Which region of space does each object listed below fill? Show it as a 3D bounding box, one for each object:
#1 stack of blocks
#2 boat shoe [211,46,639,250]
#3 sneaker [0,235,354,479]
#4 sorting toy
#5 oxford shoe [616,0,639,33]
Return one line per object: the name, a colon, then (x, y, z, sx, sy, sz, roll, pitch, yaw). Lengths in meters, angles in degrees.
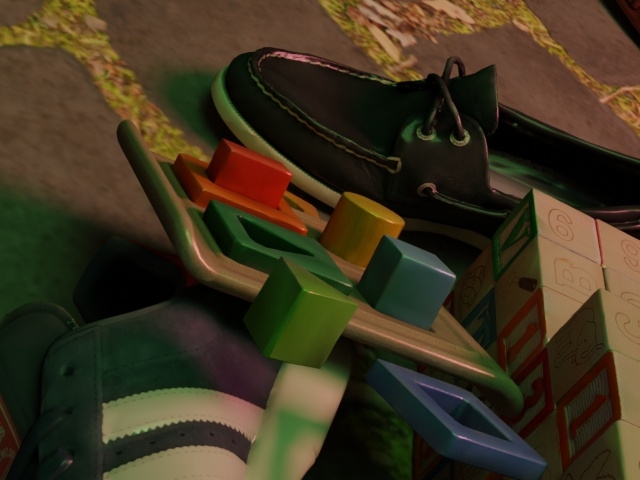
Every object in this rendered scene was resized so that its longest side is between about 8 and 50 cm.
stack of blocks: (0.124, 0.107, 0.680, 0.087, 0.171, 0.297, 25, 36, -15)
boat shoe: (0.100, -0.061, 0.900, 0.340, 0.113, 0.127, 27, 37, -12)
sneaker: (-0.092, 0.113, 0.539, 0.148, 0.131, 0.350, 32, 26, -8)
sorting toy: (0.000, 0.000, 0.681, 0.196, 0.047, 0.347, 26, 10, -24)
oxford shoe: (0.405, -0.182, 1.323, 0.348, 0.123, 0.130, 50, 11, 20)
